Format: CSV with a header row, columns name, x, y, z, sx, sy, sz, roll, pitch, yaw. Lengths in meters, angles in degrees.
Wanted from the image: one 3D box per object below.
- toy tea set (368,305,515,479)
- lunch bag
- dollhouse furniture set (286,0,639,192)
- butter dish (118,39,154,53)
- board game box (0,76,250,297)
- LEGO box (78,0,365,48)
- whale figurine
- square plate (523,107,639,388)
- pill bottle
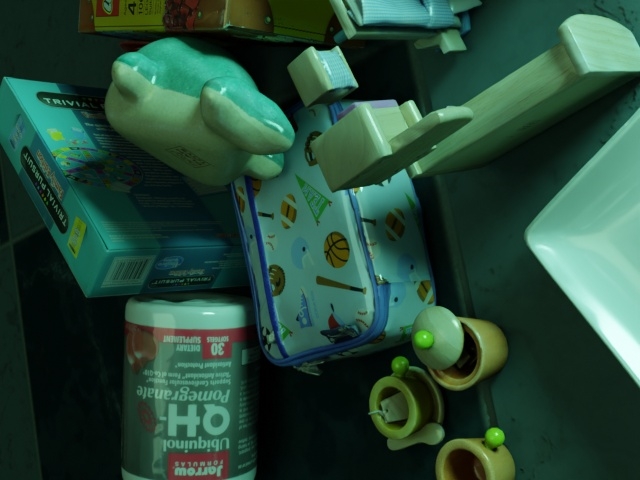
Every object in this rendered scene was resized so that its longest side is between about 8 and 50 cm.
name,x,y,z,sx,sy,sz,roll,pitch,yaw
toy tea set,0.101,0.235,0.947,0.200,0.124,0.336,-3,89,45
lunch bag,0.000,0.000,1.057,0.243,0.114,0.304,-20,75,46
dollhouse furniture set,0.101,-0.233,0.826,0.198,0.286,0.304,-32,78,39
butter dish,-0.197,-0.176,1.201,0.160,0.160,0.118,14,68,44
board game box,-0.250,-0.075,1.206,0.336,0.253,0.079,52,125,32
LEGO box,-0.105,-0.483,1.068,0.372,0.193,0.501,15,102,51
whale figurine,-0.114,-0.147,0.970,0.272,0.216,0.141,6,67,62
square plate,0.373,0.009,0.722,0.344,0.049,0.347,-52,57,32
pill bottle,-0.167,0.232,1.183,0.176,0.176,0.319,5,95,45
